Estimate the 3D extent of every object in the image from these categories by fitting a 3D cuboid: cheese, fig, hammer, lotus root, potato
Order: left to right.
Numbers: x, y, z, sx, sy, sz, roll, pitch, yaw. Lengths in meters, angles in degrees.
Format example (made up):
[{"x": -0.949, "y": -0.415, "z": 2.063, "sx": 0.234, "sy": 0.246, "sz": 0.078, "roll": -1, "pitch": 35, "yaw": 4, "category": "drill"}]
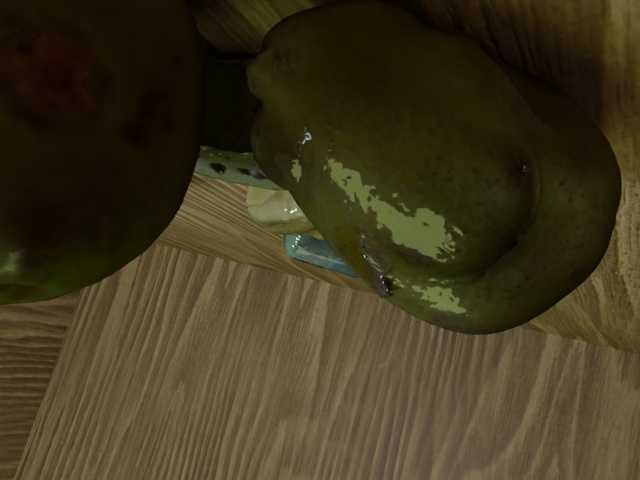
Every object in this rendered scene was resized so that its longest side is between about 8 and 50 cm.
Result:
[{"x": -0.266, "y": -0.114, "z": 0.494, "sx": 0.344, "sy": 0.343, "sz": 0.343, "roll": 16, "pitch": 171, "yaw": 3, "category": "fig"}, {"x": -0.074, "y": -0.126, "z": 0.643, "sx": 0.235, "sy": 0.118, "sz": 0.138, "roll": 9, "pitch": 168, "yaw": 28, "category": "lotus root"}, {"x": 0.000, "y": 0.000, "z": 1.326, "sx": 0.207, "sy": 0.118, "sz": 0.335, "roll": 19, "pitch": 177, "yaw": -15, "category": "hammer"}, {"x": 0.009, "y": -0.061, "z": 0.912, "sx": 0.226, "sy": 0.117, "sz": 0.214, "roll": 1, "pitch": 169, "yaw": 43, "category": "cheese"}, {"x": 0.091, "y": -0.059, "z": 0.502, "sx": 0.351, "sy": 0.202, "sz": 0.218, "roll": 26, "pitch": 131, "yaw": -23, "category": "potato"}]
